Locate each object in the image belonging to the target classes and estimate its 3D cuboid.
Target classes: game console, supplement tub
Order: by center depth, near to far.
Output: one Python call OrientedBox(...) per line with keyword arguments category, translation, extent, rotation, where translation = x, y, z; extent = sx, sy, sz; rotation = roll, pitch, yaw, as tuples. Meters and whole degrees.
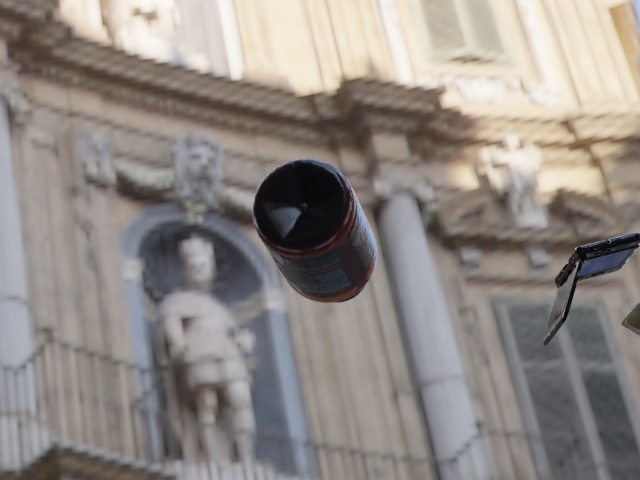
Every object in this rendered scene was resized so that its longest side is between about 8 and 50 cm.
OrientedBox(category="supplement tub", translation=(0.000, 0.000, 1.878), extent=(0.106, 0.106, 0.198), rotation=(-15, -24, 5))
OrientedBox(category="game console", translation=(0.277, 0.050, 1.884), extent=(0.107, 0.071, 0.122), rotation=(-14, -15, -8))

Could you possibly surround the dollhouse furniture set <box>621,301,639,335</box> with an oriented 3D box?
OrientedBox(category="dollhouse furniture set", translation=(0.324, 0.093, 1.817), extent=(0.091, 0.114, 0.081), rotation=(-47, -50, -12))
